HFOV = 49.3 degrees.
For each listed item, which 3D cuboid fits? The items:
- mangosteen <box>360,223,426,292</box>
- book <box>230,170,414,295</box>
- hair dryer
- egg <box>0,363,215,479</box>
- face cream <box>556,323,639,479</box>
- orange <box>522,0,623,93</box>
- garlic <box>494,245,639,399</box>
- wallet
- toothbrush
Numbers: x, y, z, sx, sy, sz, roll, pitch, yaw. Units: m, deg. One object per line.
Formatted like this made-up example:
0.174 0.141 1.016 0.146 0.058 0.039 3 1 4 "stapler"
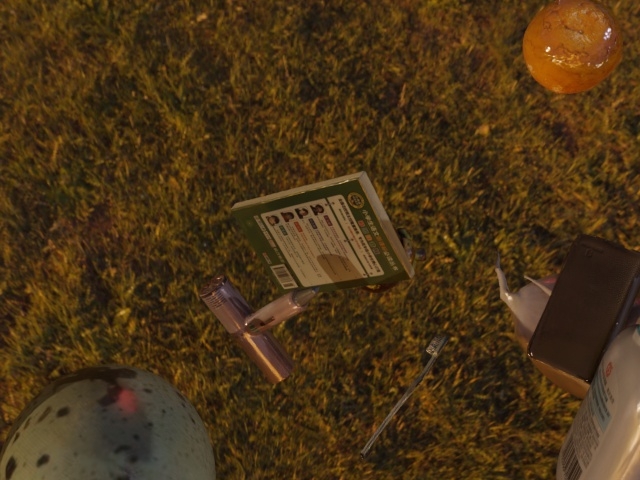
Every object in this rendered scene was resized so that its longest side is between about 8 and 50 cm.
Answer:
0.162 0.032 1.736 0.217 0.192 0.192 -9 67 -12 "mangosteen"
0.000 0.000 1.157 0.264 0.202 0.027 -12 29 34 "book"
-0.053 0.123 1.049 0.195 0.220 0.054 55 44 -20 "hair dryer"
-0.286 0.327 0.947 0.287 0.288 0.379 -18 28 -12 "egg"
0.378 0.190 0.846 0.080 0.337 0.163 16 27 6 "face cream"
0.215 -0.168 0.599 0.083 0.070 0.083 0 80 1 "orange"
0.456 0.115 1.072 0.340 0.231 0.246 14 63 -7 "garlic"
0.378 0.095 0.989 0.110 0.031 0.198 23 88 21 "wallet"
0.166 0.304 1.370 0.028 0.026 0.294 29 73 24 "toothbrush"
